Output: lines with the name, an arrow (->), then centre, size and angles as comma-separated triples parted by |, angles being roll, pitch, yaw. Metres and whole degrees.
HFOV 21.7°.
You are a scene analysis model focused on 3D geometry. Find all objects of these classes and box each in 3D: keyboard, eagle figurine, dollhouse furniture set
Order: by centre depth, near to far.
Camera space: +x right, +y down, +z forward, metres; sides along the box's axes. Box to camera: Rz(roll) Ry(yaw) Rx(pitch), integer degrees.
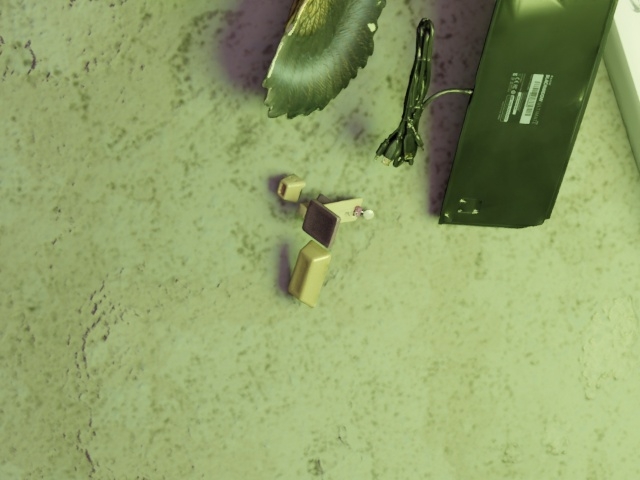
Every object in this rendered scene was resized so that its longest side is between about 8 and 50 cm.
eagle figurine -> 0.002, -0.297, 1.611 | 0.298, 0.225, 0.226 | -41, 55, 27
keyboard -> 0.165, -0.147, 1.624 | 0.201, 0.033, 0.317 | 3, 124, -14
dollhouse furniture set -> 0.000, 0.000, 1.703 | 0.081, 0.091, 0.114 | -10, 126, -45

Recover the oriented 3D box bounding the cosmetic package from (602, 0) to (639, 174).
cosmetic package -> 0.437, -0.199, 1.695 | 0.284, 0.097, 0.377 | -20, 97, -2
